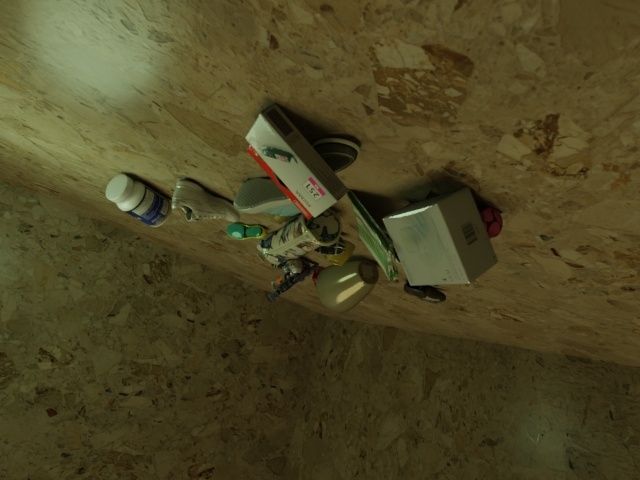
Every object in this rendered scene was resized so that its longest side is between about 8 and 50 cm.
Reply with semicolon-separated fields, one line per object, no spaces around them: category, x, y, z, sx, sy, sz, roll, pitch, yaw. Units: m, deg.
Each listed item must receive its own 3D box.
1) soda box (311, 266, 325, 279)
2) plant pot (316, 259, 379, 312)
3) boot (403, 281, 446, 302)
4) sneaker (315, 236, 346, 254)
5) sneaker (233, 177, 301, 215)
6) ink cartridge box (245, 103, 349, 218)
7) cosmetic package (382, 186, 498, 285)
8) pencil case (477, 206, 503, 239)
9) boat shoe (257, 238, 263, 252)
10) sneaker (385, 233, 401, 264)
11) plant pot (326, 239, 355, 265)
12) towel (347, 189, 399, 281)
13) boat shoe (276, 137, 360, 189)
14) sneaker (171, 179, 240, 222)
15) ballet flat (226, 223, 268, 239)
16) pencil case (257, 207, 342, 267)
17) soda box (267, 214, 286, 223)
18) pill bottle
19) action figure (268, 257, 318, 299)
soda box;0.012;0.234;2.456;0.092;0.083;0.263;13;162;9
plant pot;0.155;0.201;2.002;0.257;0.256;0.274;24;146;-22
boot;0.531;0.262;2.051;0.219;0.082;0.106;13;166;17
sneaker;0.000;0.000;1.745;0.275;0.106;0.110;13;180;35
sneaker;-0.147;-0.129;1.371;0.366;0.135;0.150;2;155;42
ink cartridge box;-0.086;-0.177;1.045;0.275;0.060;0.239;49;148;-6
cosmetic package;0.326;-0.002;1.123;0.225;0.138;0.224;-14;101;61
pencil case;0.416;-0.038;1.179;0.095;0.098;0.209;25;162;-27
boat shoe;-0.288;0.033;2.086;0.084;0.095;0.258;14;162;-6
sneaker;0.269;0.033;1.593;0.209;0.081;0.094;35;158;-17
plant pot;0.079;0.057;1.808;0.134;0.095;0.134;15;163;5
towel;0.178;-0.002;1.356;0.247;0.038;0.325;57;179;27
boat shoe;-0.015;-0.199;1.093;0.109;0.091;0.305;29;159;-35
sneaker;-0.477;-0.126;1.668;0.305;0.152;0.114;28;158;-37
ballet flat;-0.353;-0.039;1.970;0.231;0.077;0.077;4;176;31
pencil case;-0.086;-0.010;1.550;0.160;0.183;0.410;47;147;-11
soda box;-0.152;-0.119;1.536;0.061;0.058;0.181;20;163;-11
pill bottle;-0.820;-0.180;1.825;0.153;0.153;0.265;7;160;28
action figure;-0.202;0.190;2.288;0.178;0.341;0.330;57;149;-1
